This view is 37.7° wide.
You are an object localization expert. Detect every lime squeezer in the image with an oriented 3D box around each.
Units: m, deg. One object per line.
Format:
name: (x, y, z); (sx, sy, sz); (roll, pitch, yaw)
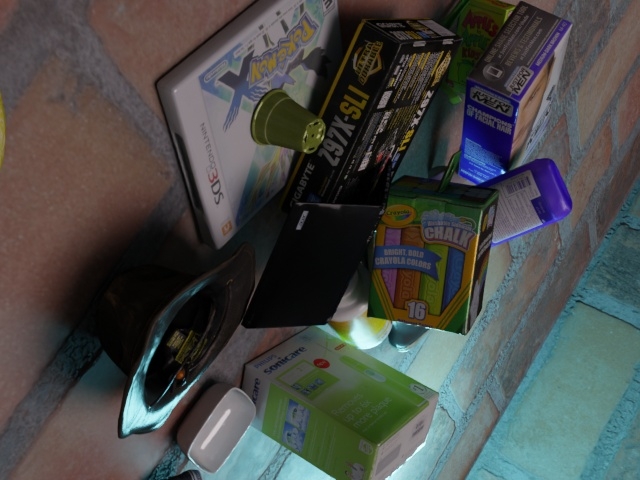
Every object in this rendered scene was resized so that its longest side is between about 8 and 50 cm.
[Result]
lime squeezer: (0.208, -0.334, 1.626); (0.110, 0.059, 0.310); (-35, -150, 44)

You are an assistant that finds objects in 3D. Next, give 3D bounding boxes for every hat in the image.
hat: (-0.212, 0.104, 1.236); (0.331, 0.134, 0.331); (-53, 168, -16)

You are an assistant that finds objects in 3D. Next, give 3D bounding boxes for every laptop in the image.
laptop: (0.000, 0.000, 1.439); (0.264, 0.137, 0.234); (-76, -170, -60)

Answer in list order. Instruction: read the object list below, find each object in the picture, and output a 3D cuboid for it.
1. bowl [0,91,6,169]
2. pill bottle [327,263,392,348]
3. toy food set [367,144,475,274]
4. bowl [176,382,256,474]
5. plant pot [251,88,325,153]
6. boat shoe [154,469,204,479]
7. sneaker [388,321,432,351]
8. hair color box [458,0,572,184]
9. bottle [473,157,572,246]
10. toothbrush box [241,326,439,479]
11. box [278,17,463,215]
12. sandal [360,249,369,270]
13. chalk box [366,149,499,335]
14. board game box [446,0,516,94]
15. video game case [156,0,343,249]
bowl: (-0.371, -0.070, 0.796); (0.289, 0.156, 0.289); (-41, 145, -37)
pill bottle: (0.055, 0.112, 1.710); (0.117, 0.117, 0.215); (-57, 152, -13)
toy food set: (0.202, -0.043, 1.857); (0.306, 0.092, 0.219); (-29, 127, -38)
bowl: (-0.177, 0.305, 1.548); (0.142, 0.053, 0.142); (-54, 150, -17)
plant pot: (-0.039, -0.157, 1.290); (0.083, 0.079, 0.083); (-38, 142, -38)
boat shoe: (-0.253, 0.443, 1.539); (0.083, 0.065, 0.183); (-3, 132, -30)
sneaker: (0.230, 0.138, 2.066); (0.222, 0.083, 0.118); (-46, 147, -27)
hair color box: (0.342, -0.242, 1.680); (0.185, 0.110, 0.339); (-55, 160, -17)
bottle: (0.306, -0.048, 1.699); (0.118, 0.283, 0.092); (64, 23, -3)
toothbrush box: (0.030, 0.289, 1.640); (0.206, 0.283, 0.122); (-25, 133, -49)
box: (0.081, -0.186, 1.464); (0.257, 0.079, 0.322); (-27, 147, -60)
sandal: (0.095, 0.083, 1.848); (0.067, 0.040, 0.179); (-52, 136, -32)
chalk box: (0.196, -0.011, 1.599); (0.180, 0.179, 0.288); (-31, 128, -68)
board game box: (0.299, -0.360, 1.755); (0.043, 0.092, 0.181); (-30, 138, -45)
video game case: (-0.076, -0.191, 1.321); (0.329, 0.036, 0.300); (-47, 148, -29)
